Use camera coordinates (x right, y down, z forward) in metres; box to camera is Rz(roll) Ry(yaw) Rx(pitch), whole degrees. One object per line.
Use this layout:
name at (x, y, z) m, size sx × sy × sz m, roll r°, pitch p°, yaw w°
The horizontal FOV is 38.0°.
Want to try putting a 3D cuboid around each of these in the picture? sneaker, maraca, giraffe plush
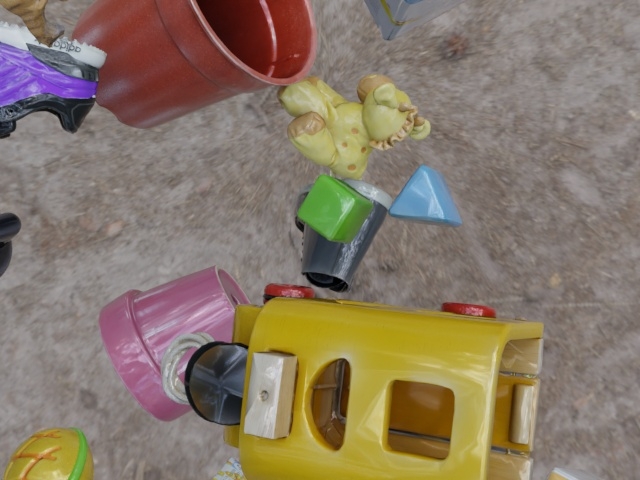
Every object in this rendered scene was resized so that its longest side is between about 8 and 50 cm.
sneaker at (0.000, 0.000, 1.093) m, size 0.083 × 0.222 × 0.118 m, roll 27°, pitch 77°, yaw -12°
sneaker at (-0.420, -0.198, 1.141) m, size 0.293 × 0.102 × 0.146 m, roll 10°, pitch 93°, yaw -21°
maraca at (-0.325, 0.296, 1.107) m, size 0.127 × 0.185 × 0.099 m, roll -43°, pitch 118°, yaw 11°
giraffe plush at (0.061, -0.183, 1.400) m, size 0.170 × 0.181 × 0.210 m, roll -29°, pitch 81°, yaw 25°

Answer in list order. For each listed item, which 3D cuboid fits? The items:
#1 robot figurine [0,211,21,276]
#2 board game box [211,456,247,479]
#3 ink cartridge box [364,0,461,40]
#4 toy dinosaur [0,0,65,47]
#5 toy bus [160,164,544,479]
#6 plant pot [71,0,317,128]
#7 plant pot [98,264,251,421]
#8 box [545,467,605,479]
robot figurine at (-0.546, 0.023, 1.286) m, size 0.278 × 0.209 × 0.173 m, roll -32°, pitch 142°, yaw 25°
board game box at (-0.026, 0.358, 0.885) m, size 0.275 × 0.142 × 0.144 m, roll 34°, pitch 95°, yaw 5°
ink cartridge box at (0.106, -0.312, 0.771) m, size 0.198 × 0.270 × 0.197 m, roll -28°, pitch 94°, yaw 1°
toy dinosaur at (-0.309, -0.263, 0.907) m, size 0.112 × 0.064 × 0.211 m, roll -40°, pitch 139°, yaw 5°
toy bus at (0.004, 0.071, 0.437) m, size 0.202 × 0.104 × 0.191 m, roll -44°, pitch 68°, yaw 16°
plant pot at (-0.192, -0.297, 1.317) m, size 0.265 × 0.272 × 0.272 m, roll -20°, pitch 100°, yaw 35°
plant pot at (-0.192, 0.134, 1.352) m, size 0.180 × 0.201 × 0.201 m, roll -32°, pitch 97°, yaw 6°
box at (0.227, 0.389, 0.751) m, size 0.215 × 0.168 × 0.345 m, roll 24°, pitch 88°, yaw 28°
